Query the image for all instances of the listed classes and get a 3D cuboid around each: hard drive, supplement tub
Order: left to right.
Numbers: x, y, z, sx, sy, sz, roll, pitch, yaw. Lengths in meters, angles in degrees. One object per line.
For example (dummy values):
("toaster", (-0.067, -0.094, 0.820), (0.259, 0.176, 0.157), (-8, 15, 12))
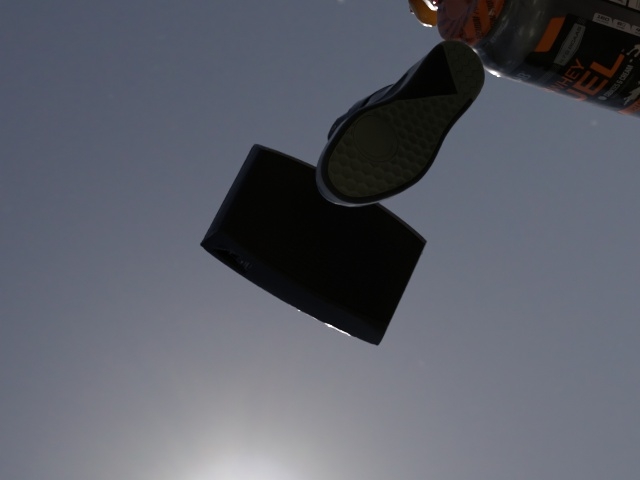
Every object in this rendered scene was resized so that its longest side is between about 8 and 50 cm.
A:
("hard drive", (0.000, 0.000, 1.831), (0.254, 0.054, 0.172), (30, -111, -8))
("supplement tub", (0.309, -0.262, 1.750), (0.316, 0.193, 0.194), (15, -102, -16))

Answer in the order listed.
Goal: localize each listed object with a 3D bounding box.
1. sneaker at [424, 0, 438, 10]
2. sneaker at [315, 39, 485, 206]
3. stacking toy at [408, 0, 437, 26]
("sneaker", (0.094, -0.392, 1.781), (0.121, 0.112, 0.299), (-57, -43, -15))
("sneaker", (0.045, -0.080, 1.385), (0.086, 0.163, 0.226), (50, -127, -4))
("stacking toy", (0.122, -0.407, 1.991), (0.175, 0.165, 0.302), (40, -143, -55))
